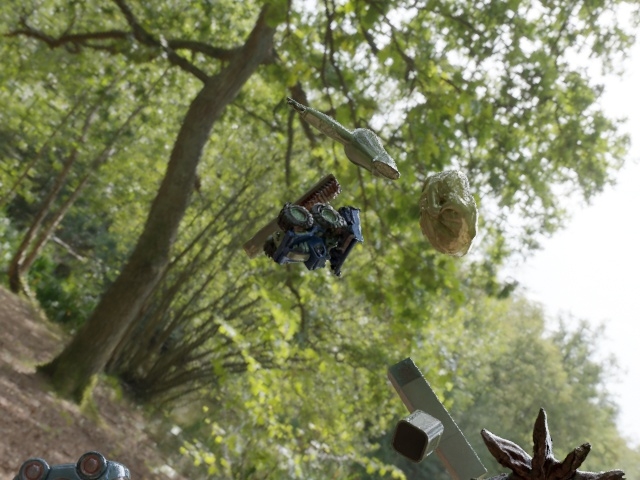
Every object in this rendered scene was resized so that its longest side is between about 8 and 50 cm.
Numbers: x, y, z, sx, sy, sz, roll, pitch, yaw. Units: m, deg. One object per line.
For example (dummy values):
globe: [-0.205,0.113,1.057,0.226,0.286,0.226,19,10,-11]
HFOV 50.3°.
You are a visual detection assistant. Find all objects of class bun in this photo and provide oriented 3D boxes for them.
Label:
bun: [0.323,-0.071,1.779,0.145,0.229,0.229,0,-3,-12]

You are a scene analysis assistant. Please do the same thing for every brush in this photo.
brush: [-0.070,-0.061,1.831,0.050,0.321,0.060,36,-18,49]

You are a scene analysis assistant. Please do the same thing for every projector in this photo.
projector: [0.220,0.444,1.546,0.083,0.083,0.082,24,18,30]

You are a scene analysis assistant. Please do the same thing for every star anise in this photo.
star anise: [0.399,0.435,1.206,0.288,0.288,0.088,31,17,19]

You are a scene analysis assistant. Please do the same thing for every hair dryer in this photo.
hair dryer: [0.034,-0.207,1.324,0.237,0.075,0.206,30,13,-21]

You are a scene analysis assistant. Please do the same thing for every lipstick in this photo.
lipstick: [0.312,0.496,1.866,0.371,0.080,0.076,56,-16,30]

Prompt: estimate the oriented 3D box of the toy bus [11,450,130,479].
toy bus: [-0.628,0.667,1.706,0.294,0.232,0.197,-2,-25,-12]

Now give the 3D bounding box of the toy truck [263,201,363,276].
toy truck: [0.000,0.000,1.385,0.208,0.113,0.126,-6,50,-38]
